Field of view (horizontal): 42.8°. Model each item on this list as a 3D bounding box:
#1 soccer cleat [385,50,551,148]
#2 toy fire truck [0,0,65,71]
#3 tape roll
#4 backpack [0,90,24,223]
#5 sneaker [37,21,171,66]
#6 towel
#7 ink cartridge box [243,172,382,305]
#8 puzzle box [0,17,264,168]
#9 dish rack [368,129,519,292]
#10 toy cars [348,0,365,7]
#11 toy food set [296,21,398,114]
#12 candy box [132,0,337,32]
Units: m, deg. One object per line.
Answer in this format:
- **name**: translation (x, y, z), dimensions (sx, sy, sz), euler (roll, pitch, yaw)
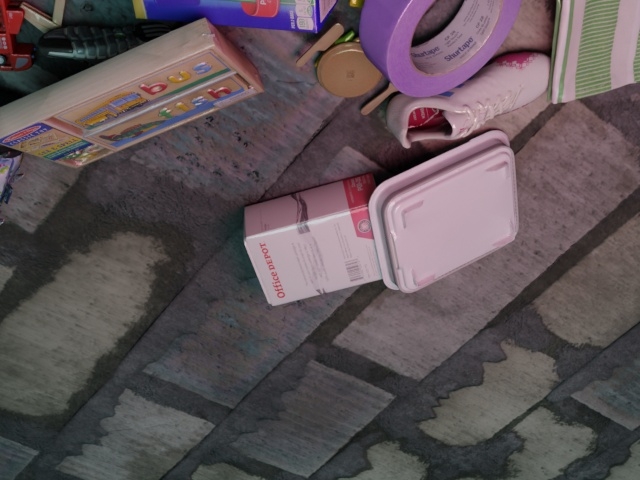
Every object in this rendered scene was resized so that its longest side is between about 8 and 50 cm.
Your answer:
- **soccer cleat**: translation (0.287, -0.248, 1.516), dimensions (0.331, 0.143, 0.116), euler (-16, 129, 7)
- **toy fire truck**: translation (-0.492, -0.378, 1.388), dimensions (0.135, 0.047, 0.192), euler (0, 130, -8)
- **tape roll**: translation (0.202, -0.376, 1.361), dimensions (0.275, 0.090, 0.274), euler (-25, 146, -19)
- **backpack**: translation (-0.706, -0.101, 1.480), dimensions (0.290, 0.273, 0.355), euler (12, 141, -36)
- **sneaker**: translation (-0.369, -0.302, 1.426), dimensions (0.229, 0.086, 0.132), euler (-7, 136, -16)
- **towel**: translation (0.569, -0.384, 1.469), dimensions (0.325, 0.038, 0.248), euler (-14, 129, -8)
- **ink cartridge box**: translation (0.000, 0.000, 1.701), dimensions (0.283, 0.117, 0.207), euler (-14, 129, 4)
- **puzzle box**: translation (-0.323, -0.239, 1.407), dimensions (0.409, 0.052, 0.272), euler (-20, 170, 11)
- **dish rack**: translation (0.270, -0.042, 1.652), dimensions (0.333, 0.072, 0.285), euler (-25, 130, -13)
- **toy cars**: translation (0.043, -0.552, 1.286), dimensions (0.176, 0.087, 0.393), euler (-32, 122, 4)
- **toy food set**: translation (0.057, -0.321, 1.507), dimensions (0.192, 0.038, 0.132), euler (32, 126, -34)
- **candy box**: translation (-0.145, -0.472, 1.237), dimensions (0.317, 0.122, 0.268), euler (10, 132, 17)
